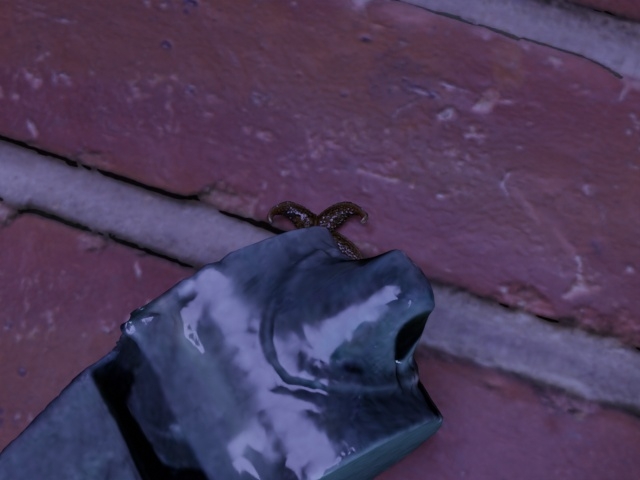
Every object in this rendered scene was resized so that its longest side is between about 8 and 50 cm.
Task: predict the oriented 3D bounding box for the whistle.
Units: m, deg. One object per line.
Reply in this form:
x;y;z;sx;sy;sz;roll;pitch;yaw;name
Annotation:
-0.094;0.145;1.203;0.405;0.188;0.168;-31;76;-2;whistle

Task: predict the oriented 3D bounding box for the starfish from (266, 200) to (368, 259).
0.000;0.000;1.311;0.091;0.028;0.078;33;88;9;starfish
